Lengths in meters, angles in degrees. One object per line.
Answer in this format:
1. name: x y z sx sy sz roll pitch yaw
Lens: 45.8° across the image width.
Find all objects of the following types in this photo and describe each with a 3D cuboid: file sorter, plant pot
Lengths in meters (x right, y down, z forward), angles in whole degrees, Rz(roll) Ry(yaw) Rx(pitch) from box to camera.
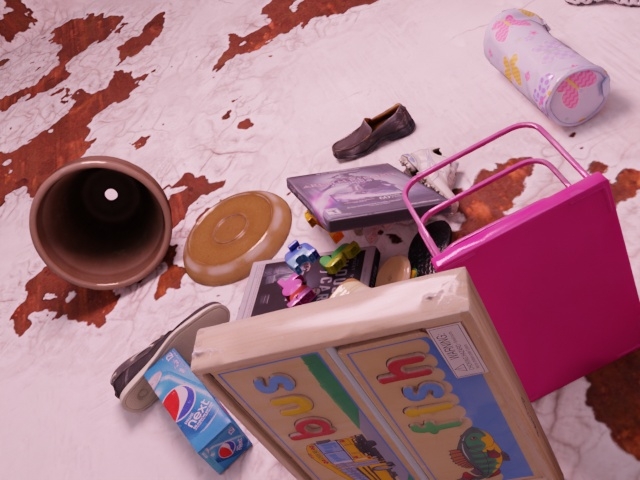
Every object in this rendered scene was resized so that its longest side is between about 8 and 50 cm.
1. file sorter: 0.251 0.029 0.950 0.202 0.291 0.182 -28 38 5
2. plant pot: -0.167 -0.015 1.452 0.236 0.032 0.236 -17 43 16
3. plant pot: -0.434 -0.061 1.529 0.263 0.263 0.229 -32 23 1

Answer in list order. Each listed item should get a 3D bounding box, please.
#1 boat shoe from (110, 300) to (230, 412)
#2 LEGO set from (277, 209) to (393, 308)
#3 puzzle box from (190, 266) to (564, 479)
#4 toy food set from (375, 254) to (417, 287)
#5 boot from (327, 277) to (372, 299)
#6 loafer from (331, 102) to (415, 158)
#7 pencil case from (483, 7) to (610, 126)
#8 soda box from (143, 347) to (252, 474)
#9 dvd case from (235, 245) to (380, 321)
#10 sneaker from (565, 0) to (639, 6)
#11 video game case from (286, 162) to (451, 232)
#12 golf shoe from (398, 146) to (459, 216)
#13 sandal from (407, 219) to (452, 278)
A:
1. boat shoe: -0.254 0.180 1.273 0.233 0.084 0.079 -43 42 -7
2. LEGO set: 0.000 0.000 1.244 0.227 0.087 0.093 -41 42 -13
3. puzzle box: 0.082 0.199 0.795 0.272 0.409 0.052 -15 43 21
4. toy food set: 0.114 0.062 1.176 0.083 0.020 0.082 -59 29 13
5. boot: 0.055 0.199 1.055 0.203 0.095 0.262 24 73 36
6. loafer: 0.094 -0.213 1.459 0.170 0.061 0.062 -26 42 9
7. pencil case: 0.391 -0.308 1.330 0.124 0.114 0.273 -13 40 -7
8. soda box: -0.192 0.258 1.166 0.067 0.071 0.210 -42 41 -11
9. dvd case: -0.026 0.098 1.253 0.238 0.030 0.179 -9 46 26
10. sneaker: 0.559 -0.500 1.417 0.234 0.106 0.078 13 59 40
11. video game case: 0.069 -0.077 1.250 0.195 0.026 0.274 -9 21 -13
12. golf shoe: 0.204 -0.111 1.290 0.086 0.069 0.176 -26 42 -3
13. sandal: 0.167 0.053 1.176 0.067 0.040 0.179 -3 63 37
